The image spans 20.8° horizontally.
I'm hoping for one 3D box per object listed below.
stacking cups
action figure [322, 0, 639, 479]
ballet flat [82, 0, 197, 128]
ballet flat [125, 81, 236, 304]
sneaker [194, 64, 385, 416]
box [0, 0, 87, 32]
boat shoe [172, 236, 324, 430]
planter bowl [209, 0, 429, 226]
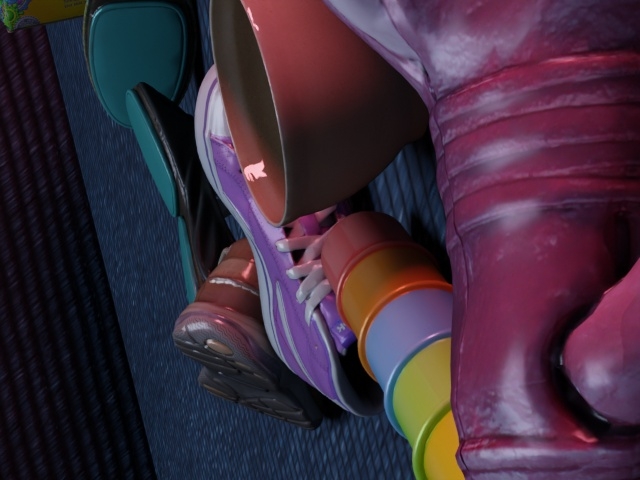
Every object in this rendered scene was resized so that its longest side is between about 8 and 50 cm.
[{"bbox_3d":[0.077,0.073,1.064,0.316,0.096,0.096,-115,16,-59],"label":"stacking cups"},{"bbox_3d":[0.081,-0.035,0.536,0.248,0.276,0.370,129,139,-67],"label":"action figure"},{"bbox_3d":[-0.185,-0.273,1.767,0.348,0.123,0.123,88,163,-44],"label":"ballet flat"},{"bbox_3d":[-0.109,-0.035,1.685,0.095,0.096,0.280,107,147,-64],"label":"ballet flat"},{"bbox_3d":[0.001,0.000,1.277,0.161,0.102,0.282,43,156,62],"label":"sneaker"},{"bbox_3d":[-0.322,-0.428,1.996,0.290,0.177,0.279,-125,24,-59],"label":"box"},{"bbox_3d":[-0.041,0.085,1.529,0.324,0.123,0.116,81,-149,-73],"label":"boat shoe"},{"bbox_3d":[0.004,-0.099,1.103,0.162,0.109,0.162,165,90,-78],"label":"planter bowl"}]
